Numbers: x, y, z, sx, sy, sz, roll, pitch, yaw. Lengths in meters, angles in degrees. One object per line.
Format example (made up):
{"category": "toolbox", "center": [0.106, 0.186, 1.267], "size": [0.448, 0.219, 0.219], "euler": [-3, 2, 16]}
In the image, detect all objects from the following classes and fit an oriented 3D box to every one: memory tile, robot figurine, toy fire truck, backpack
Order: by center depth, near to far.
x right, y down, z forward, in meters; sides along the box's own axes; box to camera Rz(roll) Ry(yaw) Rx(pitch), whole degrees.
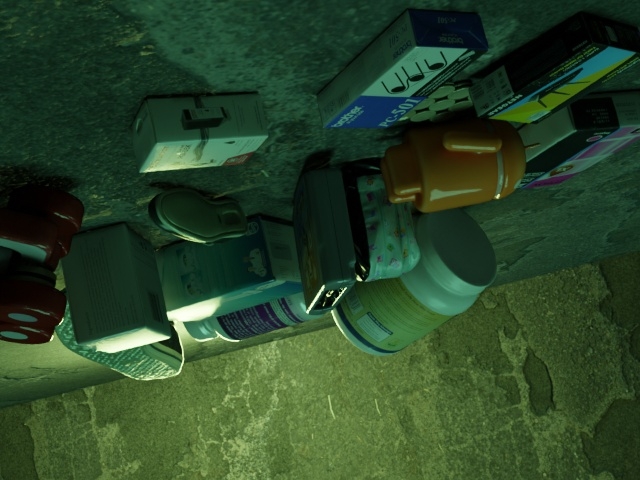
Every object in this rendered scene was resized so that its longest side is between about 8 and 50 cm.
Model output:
{"category": "memory tile", "center": [0.145, -0.183, 1.139], "size": [0.148, 0.012, 0.113], "euler": [-4, 165, -37]}
{"category": "toy fire truck", "center": [-0.463, 0.021, 1.152], "size": [0.253, 0.170, 0.302], "euler": [12, 158, -19]}
{"category": "robot figurine", "center": [0.200, -0.111, 1.249], "size": [0.219, 0.128, 0.158], "euler": [-11, 130, -9]}
{"category": "backpack", "center": [0.087, -0.027, 1.388], "size": [0.115, 0.182, 0.152], "euler": [-11, 167, -6]}

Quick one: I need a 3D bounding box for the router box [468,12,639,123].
{"category": "router box", "center": [0.294, -0.208, 1.075], "size": [0.133, 0.046, 0.179], "euler": [-2, 160, -41]}

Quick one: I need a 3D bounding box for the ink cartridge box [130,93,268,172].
{"category": "ink cartridge box", "center": [-0.142, -0.124, 1.007], "size": [0.135, 0.056, 0.099], "euler": [-8, 168, -25]}

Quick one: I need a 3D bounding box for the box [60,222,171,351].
{"category": "box", "center": [-0.344, 0.085, 1.459], "size": [0.119, 0.182, 0.181], "euler": [-15, 168, 0]}

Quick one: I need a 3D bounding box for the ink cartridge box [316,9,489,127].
{"category": "ink cartridge box", "center": [0.086, -0.187, 0.980], "size": [0.097, 0.046, 0.207], "euler": [-5, 166, -29]}

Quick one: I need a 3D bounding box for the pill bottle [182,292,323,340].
{"category": "pill bottle", "center": [-0.145, 0.119, 1.851], "size": [0.301, 0.169, 0.169], "euler": [-18, 167, 22]}

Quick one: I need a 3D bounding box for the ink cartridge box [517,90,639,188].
{"category": "ink cartridge box", "center": [0.378, -0.145, 1.443], "size": [0.175, 0.069, 0.371], "euler": [-8, 169, -22]}

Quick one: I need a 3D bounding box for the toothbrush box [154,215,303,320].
{"category": "toothbrush box", "center": [-0.177, 0.063, 1.659], "size": [0.295, 0.126, 0.216], "euler": [-19, 167, 23]}

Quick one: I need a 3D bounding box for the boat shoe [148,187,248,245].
{"category": "boat shoe", "center": [-0.197, -0.027, 1.331], "size": [0.079, 0.084, 0.233], "euler": [-18, 170, 21]}

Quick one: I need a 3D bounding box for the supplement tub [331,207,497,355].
{"category": "supplement tub", "center": [0.192, 0.084, 1.825], "size": [0.228, 0.228, 0.316], "euler": [-1, 152, -43]}

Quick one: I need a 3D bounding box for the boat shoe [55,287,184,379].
{"category": "boat shoe", "center": [-0.428, 0.172, 1.864], "size": [0.186, 0.156, 0.500], "euler": [-9, 157, 9]}

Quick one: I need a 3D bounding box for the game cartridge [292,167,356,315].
{"category": "game cartridge", "center": [0.000, 0.000, 1.379], "size": [0.062, 0.198, 0.297], "euler": [-11, 167, -10]}
